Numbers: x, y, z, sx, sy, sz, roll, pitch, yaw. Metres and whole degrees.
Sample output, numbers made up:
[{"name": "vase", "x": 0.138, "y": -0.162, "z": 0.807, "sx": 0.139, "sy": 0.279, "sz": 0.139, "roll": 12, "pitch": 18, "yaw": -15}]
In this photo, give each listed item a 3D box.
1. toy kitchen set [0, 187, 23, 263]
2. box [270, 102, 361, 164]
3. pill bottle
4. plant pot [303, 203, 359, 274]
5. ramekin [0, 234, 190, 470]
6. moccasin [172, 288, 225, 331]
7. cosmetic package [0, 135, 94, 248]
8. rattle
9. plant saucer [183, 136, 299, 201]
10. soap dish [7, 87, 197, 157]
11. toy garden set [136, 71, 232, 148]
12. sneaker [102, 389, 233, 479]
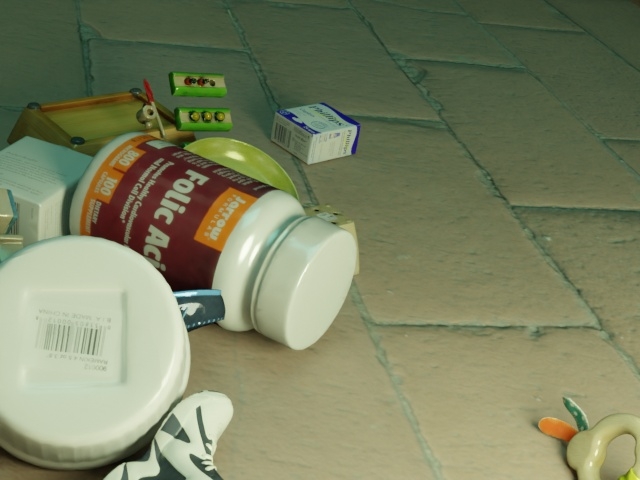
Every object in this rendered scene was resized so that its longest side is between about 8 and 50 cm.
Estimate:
[{"name": "toy kitchen set", "x": -0.408, "y": 0.045, "z": 1.509, "sx": 0.166, "sy": 0.122, "sz": 0.207, "roll": 3, "pitch": 53, "yaw": -39}, {"name": "box", "x": -0.010, "y": -0.224, "z": 2.169, "sx": 0.137, "sy": 0.072, "sz": 0.126, "roll": -16, "pitch": 39, "yaw": -39}, {"name": "pill bottle", "x": -0.159, "y": 0.001, "z": 1.564, "sx": 0.392, "sy": 0.224, "sz": 0.224, "roll": 23, "pitch": 32, "yaw": 23}, {"name": "plant pot", "x": 0.000, "y": 0.000, "z": 1.748, "sx": 0.109, "sy": 0.096, "sz": 0.109, "roll": -14, "pitch": 36, "yaw": -36}, {"name": "ramekin", "x": -0.289, "y": 0.127, "z": 1.239, "sx": 0.277, "sy": 0.135, "sz": 0.277, "roll": 4, "pitch": 72, "yaw": -11}, {"name": "moccasin", "x": -0.288, "y": 0.145, "z": 1.382, "sx": 0.342, "sy": 0.117, "sz": 0.138, "roll": -14, "pitch": -5, "yaw": -14}, {"name": "cosmetic package", "x": -0.451, "y": -0.049, "z": 1.635, "sx": 0.151, "sy": 0.151, "sz": 0.183, "roll": 19, "pitch": 31, "yaw": 14}, {"name": "rattle", "x": 0.402, "y": 0.290, "z": 1.393, "sx": 0.143, "sy": 0.130, "sz": 0.200, "roll": 10, "pitch": 0, "yaw": -23}, {"name": "plant saucer", "x": -0.151, "y": -0.073, "z": 1.811, "sx": 0.241, "sy": 0.037, "sz": 0.241, "roll": 16, "pitch": 49, "yaw": -20}, {"name": "soap dish", "x": -0.393, "y": -0.182, "z": 1.925, "sx": 0.291, "sy": 0.118, "sz": 0.229, "roll": -16, "pitch": 38, "yaw": -37}, {"name": "toy garden set", "x": -0.239, "y": -0.191, "z": 1.873, "sx": 0.204, "sy": 0.244, "sz": 0.049, "roll": -4, "pitch": -11, "yaw": -36}, {"name": "sneaker", "x": -0.136, "y": 0.278, "z": 1.215, "sx": 0.153, "sy": 0.094, "sz": 0.235, "roll": 24, "pitch": 32, "yaw": 21}]
